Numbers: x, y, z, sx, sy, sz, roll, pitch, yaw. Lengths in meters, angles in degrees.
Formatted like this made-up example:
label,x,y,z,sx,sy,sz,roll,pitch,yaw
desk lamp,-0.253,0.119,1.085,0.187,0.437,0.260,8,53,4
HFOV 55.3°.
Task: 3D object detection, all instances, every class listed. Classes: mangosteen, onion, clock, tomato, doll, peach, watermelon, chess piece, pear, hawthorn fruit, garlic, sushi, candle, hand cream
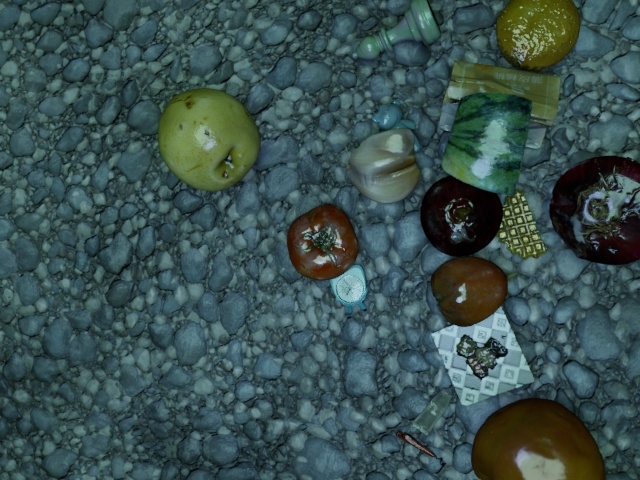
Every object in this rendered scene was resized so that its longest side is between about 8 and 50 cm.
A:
label,x,y,z,sx,sy,sz,roll,pitch,yaw
mangosteen,0.391,-0.071,1.710,0.236,0.261,0.235,0,90,10
onion,0.788,-0.081,1.662,0.314,0.232,0.313,14,114,33
clock,0.094,0.152,1.867,0.108,0.045,0.147,-15,86,11
tomato,0.000,0.000,1.843,0.237,0.095,0.236,-4,76,16
doll,0.231,-0.334,1.853,0.120,0.075,0.179,-40,104,-30
peach,0.587,0.596,1.630,0.302,0.343,0.342,-26,83,-14
watermelon,0.466,-0.275,1.696,0.213,0.201,0.261,17,100,11
chess piece,0.216,-0.616,1.841,0.272,0.139,0.139,-21,85,21
pear,-0.341,-0.306,1.842,0.310,0.309,0.308,0,88,10
hawthorn fruit,0.442,0.131,1.743,0.252,0.199,0.199,-19,85,-6
garlic,0.181,-0.208,1.807,0.228,0.110,0.217,-12,112,21
sushi,0.474,0.338,1.792,0.220,0.047,0.231,-25,80,13
candle,0.303,0.620,1.826,0.167,0.021,0.026,31,95,10
hand cream,0.342,0.503,1.822,0.057,0.037,0.165,36,102,9

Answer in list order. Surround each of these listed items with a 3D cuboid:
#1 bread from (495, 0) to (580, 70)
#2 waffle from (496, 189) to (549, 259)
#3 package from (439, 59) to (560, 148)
label,x,y,z,sx,sy,sz,roll,pitch,yaw
bread,0.618,-0.600,1.746,0.240,0.139,0.239,0,88,10
waffle,0.591,-0.039,1.781,0.192,0.046,0.160,38,96,9
package,0.514,-0.406,1.748,0.312,0.165,0.221,15,91,10
